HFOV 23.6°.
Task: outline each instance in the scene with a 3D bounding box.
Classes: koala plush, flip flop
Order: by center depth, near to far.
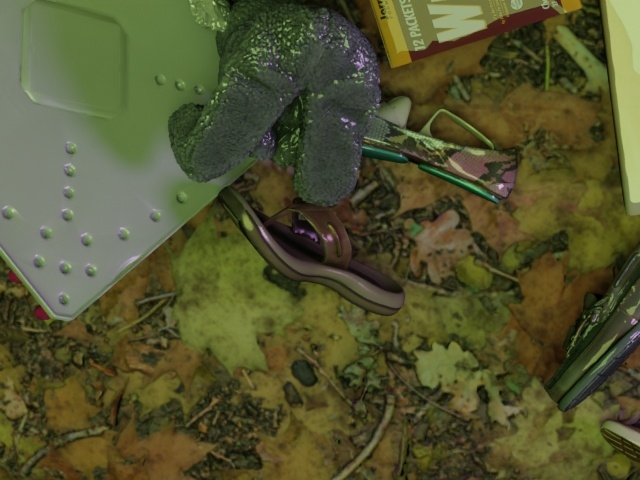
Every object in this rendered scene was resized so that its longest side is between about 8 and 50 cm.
[{"bbox_3d":[-0.044,-0.182,1.544,0.196,0.221,0.203,12,122,-21],"label":"koala plush"},{"bbox_3d":[0.000,0.000,1.605,0.277,0.112,0.080,28,105,-39],"label":"flip flop"}]

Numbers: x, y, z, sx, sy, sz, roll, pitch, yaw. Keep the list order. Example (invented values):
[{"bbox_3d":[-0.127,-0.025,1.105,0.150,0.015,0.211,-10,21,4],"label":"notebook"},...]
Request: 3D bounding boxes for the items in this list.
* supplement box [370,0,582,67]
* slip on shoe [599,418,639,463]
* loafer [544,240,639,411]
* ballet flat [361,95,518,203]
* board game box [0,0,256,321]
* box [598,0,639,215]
[{"bbox_3d":[0.149,-0.271,1.520,0.191,0.194,0.129,-17,101,12],"label":"supplement box"},{"bbox_3d":[0.374,0.226,1.691,0.135,0.051,0.041,25,67,10],"label":"slip on shoe"},{"bbox_3d":[0.326,0.064,1.642,0.084,0.096,0.267,45,100,17],"label":"loafer"},{"bbox_3d":[0.106,-0.107,1.638,0.221,0.077,0.079,18,88,-1],"label":"ballet flat"},{"bbox_3d":[-0.255,-0.173,1.533,0.390,0.390,0.050,53,143,-8],"label":"board game box"},{"bbox_3d":[0.345,-0.195,1.536,0.121,0.148,0.311,-7,101,11],"label":"box"}]
